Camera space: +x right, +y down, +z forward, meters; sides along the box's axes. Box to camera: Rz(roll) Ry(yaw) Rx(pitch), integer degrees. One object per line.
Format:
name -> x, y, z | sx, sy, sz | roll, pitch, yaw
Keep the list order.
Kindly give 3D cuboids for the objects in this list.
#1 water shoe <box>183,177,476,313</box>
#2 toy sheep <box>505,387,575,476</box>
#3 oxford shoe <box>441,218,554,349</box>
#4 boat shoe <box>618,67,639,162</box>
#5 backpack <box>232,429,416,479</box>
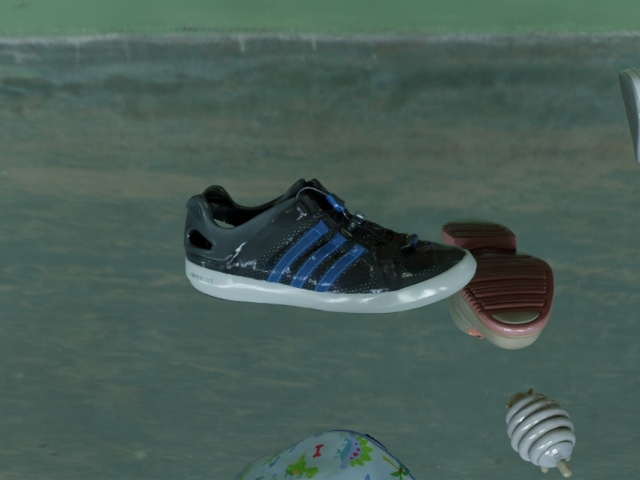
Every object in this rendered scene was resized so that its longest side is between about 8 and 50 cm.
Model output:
water shoe -> 0.000, 0.000, 0.657 | 0.203, 0.073, 0.080 | 0, 108, 16
toy sheep -> 0.279, 0.243, 1.246 | 0.091, 0.091, 0.132 | -34, 49, -2
oxford shoe -> 0.231, 0.078, 1.305 | 0.123, 0.348, 0.130 | 0, 109, 1
boat shoe -> 0.446, -0.157, 1.248 | 0.103, 0.320, 0.118 | -13, 80, 25
backpack -> 0.001, 0.155, 0.481 | 0.105, 0.114, 0.084 | 47, 42, -6
